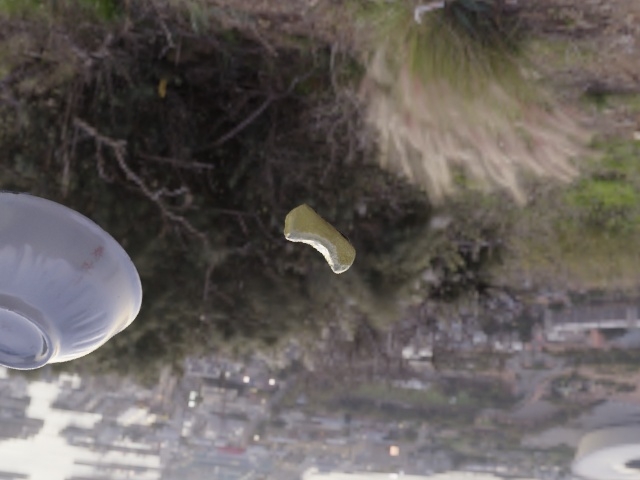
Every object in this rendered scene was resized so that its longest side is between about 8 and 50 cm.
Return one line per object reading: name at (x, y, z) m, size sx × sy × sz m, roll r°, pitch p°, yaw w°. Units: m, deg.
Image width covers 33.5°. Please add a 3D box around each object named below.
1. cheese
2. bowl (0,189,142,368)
cheese at (0.000, 0.000, 1.075) m, size 0.083 × 0.044 × 0.030 m, roll 42°, pitch 145°, yaw -15°
bowl at (-0.258, 0.054, 0.924) m, size 0.189 × 0.086 × 0.189 m, roll 7°, pitch 133°, yaw 8°
